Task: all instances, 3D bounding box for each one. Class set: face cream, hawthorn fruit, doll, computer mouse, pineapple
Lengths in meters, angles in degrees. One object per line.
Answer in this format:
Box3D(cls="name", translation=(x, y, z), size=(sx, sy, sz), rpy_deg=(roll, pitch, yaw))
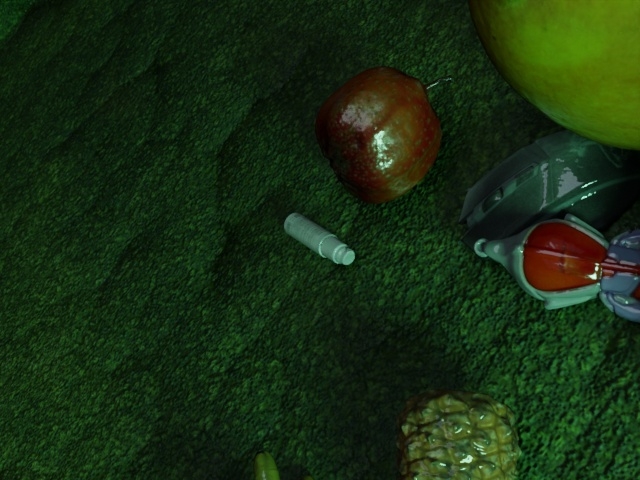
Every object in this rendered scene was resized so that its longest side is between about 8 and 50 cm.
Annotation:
Box3D(cls="face cream", translation=(0.000, 0.000, 1.172), size=(0.034, 0.034, 0.130), rpy_deg=(-54, 42, -4))
Box3D(cls="hawthorn fruit", translation=(0.090, -0.146, 1.118), size=(0.194, 0.157, 0.157), rpy_deg=(-41, 43, -2))
Box3D(cls="doll", translation=(0.262, 0.023, 0.905), size=(0.228, 0.075, 0.102), rpy_deg=(7, 76, 33))
Box3D(cls="computer mouse", translation=(0.244, -0.059, 0.981), size=(0.231, 0.071, 0.126), rpy_deg=(-26, 48, 26))
Box3D(cls="pineapple", translation=(0.119, 0.270, 0.827), size=(0.128, 0.128, 0.248), rpy_deg=(-7, 62, 37))

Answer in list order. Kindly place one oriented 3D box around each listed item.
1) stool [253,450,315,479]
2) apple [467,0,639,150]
Box3D(cls="stool", translation=(-0.056, 0.308, 0.950), size=(0.134, 0.135, 0.110), rpy_deg=(-4, 40, -16))
Box3D(cls="apple", translation=(0.335, -0.276, 0.848), size=(0.384, 0.374, 0.374), rpy_deg=(-46, 43, 10))
